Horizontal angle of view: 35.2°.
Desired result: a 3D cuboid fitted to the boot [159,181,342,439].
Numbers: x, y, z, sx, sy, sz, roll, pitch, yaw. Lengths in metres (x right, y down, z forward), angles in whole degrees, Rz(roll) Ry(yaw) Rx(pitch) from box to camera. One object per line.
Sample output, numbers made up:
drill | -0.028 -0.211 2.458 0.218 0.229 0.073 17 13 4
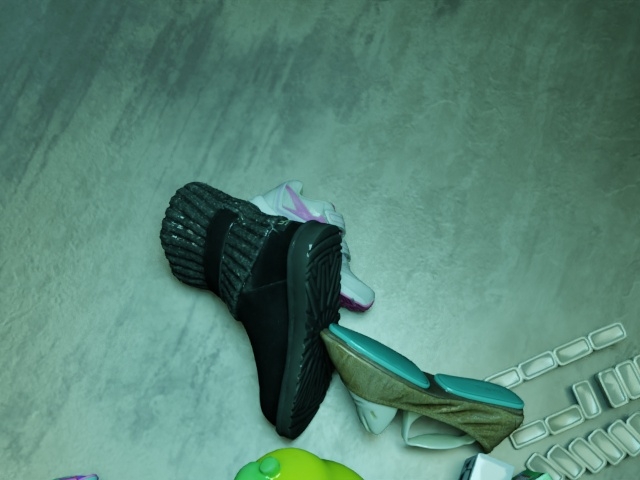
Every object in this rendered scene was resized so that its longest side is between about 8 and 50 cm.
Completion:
boot | -0.107 0.099 1.477 0.260 0.131 0.348 14 108 26

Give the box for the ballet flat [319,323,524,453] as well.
ballet flat | 0.132 0.230 1.442 0.342 0.116 0.124 22 102 -23

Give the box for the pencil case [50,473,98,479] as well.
pencil case | -0.334 0.443 1.391 0.104 0.104 0.236 -14 74 -7

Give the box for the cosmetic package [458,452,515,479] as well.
cosmetic package | 0.203 0.426 1.429 0.060 0.099 0.239 20 73 5

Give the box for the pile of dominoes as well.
pile of dominoes | 0.399 0.253 1.534 0.251 0.040 0.196 -23 78 -1

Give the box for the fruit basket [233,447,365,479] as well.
fruit basket | 0.021 0.406 1.237 0.392 0.392 0.283 1 74 -3

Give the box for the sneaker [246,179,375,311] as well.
sneaker | 0.000 0.000 1.537 0.111 0.103 0.252 -42 81 -12

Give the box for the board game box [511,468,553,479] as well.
board game box | 0.362 0.461 1.366 0.046 0.213 0.317 -31 77 -2
